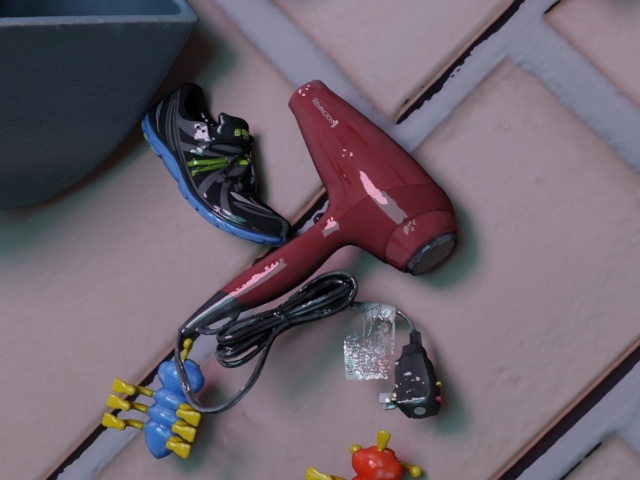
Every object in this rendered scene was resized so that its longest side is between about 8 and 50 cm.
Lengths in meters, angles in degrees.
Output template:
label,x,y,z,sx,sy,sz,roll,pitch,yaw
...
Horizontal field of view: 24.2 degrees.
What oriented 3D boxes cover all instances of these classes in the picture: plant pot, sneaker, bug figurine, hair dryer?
label,x,y,z,sx,sy,sz,roll,pitch,yaw
plant pot,-0.306,-0.160,1.325,0.248,0.247,0.252,47,126,29
sneaker,-0.087,-0.068,1.315,0.078,0.067,0.188,-46,63,16
bug figurine,-0.061,0.220,1.248,0.279,0.072,0.216,23,96,20
hair dryer,0.000,0.000,1.226,0.224,0.080,0.293,5,68,2
